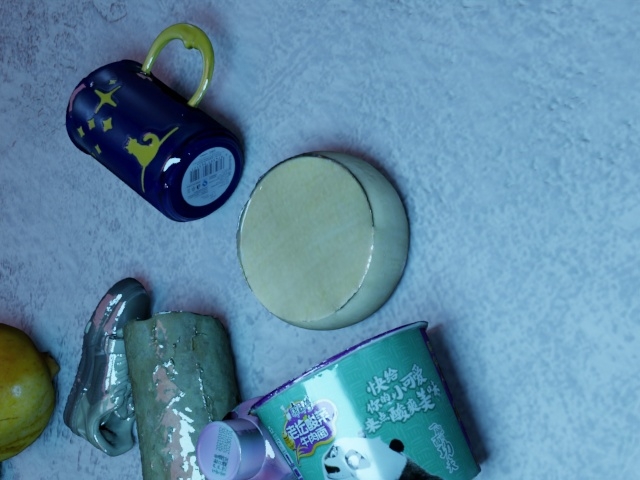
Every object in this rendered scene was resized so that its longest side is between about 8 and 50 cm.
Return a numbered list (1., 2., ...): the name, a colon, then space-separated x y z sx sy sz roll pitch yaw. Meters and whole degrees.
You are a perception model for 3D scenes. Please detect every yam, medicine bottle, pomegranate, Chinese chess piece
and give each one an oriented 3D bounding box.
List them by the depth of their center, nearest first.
1. medicine bottle: -0.073 0.274 1.141 0.094 0.188 0.119 -38 64 27
2. Chinese chess piece: 0.000 0.000 1.171 0.249 0.103 0.250 -4 83 36
3. yam: -0.196 0.260 1.251 0.168 0.168 0.304 -22 73 33
4. pomegranate: -0.594 0.272 1.507 0.264 0.264 0.264 -5 82 37

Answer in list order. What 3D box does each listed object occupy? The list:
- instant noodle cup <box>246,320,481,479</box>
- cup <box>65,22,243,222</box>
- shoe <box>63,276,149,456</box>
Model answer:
1. instant noodle cup: 0.063 0.237 1.021 0.251 0.251 0.190 -35 74 29
2. cup: -0.250 -0.188 1.313 0.256 0.178 0.255 35 133 32
3. shoe: -0.317 0.218 1.389 0.149 0.109 0.293 31 106 31
